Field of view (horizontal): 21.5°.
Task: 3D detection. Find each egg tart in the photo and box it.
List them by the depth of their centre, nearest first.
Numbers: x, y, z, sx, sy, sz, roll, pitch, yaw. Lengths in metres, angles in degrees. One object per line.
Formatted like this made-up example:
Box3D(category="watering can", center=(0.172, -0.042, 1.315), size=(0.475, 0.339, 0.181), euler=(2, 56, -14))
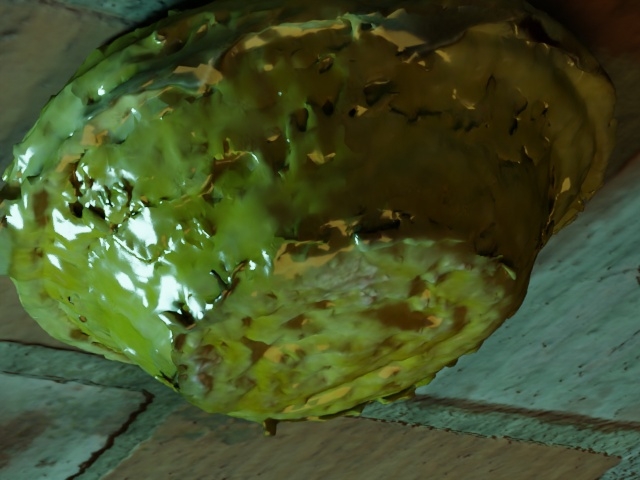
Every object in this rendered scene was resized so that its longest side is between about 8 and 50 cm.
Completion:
Box3D(category="egg tart", center=(0.001, 0.000, 0.884), size=(0.341, 0.132, 0.341), euler=(-10, 147, -6))
